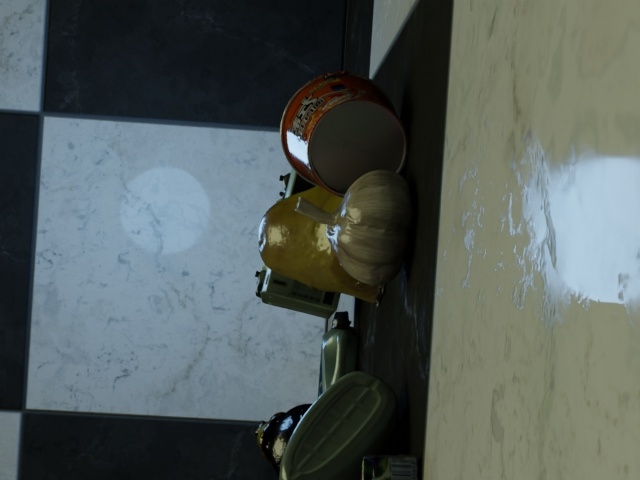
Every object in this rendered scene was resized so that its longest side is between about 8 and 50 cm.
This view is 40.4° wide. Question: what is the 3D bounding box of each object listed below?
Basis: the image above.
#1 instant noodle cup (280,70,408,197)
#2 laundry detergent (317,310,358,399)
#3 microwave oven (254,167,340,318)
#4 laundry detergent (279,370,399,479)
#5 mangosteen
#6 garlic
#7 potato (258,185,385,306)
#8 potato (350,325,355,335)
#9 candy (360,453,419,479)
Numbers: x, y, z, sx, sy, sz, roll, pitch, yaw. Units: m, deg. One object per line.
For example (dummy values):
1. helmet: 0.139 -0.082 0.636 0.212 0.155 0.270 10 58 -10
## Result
1. instant noodle cup: 0.056 -0.199 1.715 0.192 0.251 0.250 -121 34 -70
2. laundry detergent: 0.052 0.333 2.397 0.215 0.105 0.280 96 180 -82
3. microwave oven: -0.035 0.000 2.509 0.333 0.247 0.394 116 168 -79
4. laundry detergent: 0.039 0.434 1.562 0.264 0.125 0.397 -46 -30 -30
5. mangosteen: -0.065 0.615 2.644 0.233 0.288 0.287 -60 15 27
6. garlic: 0.057 -0.029 1.576 0.218 0.212 0.218 -170 90 -89
7. potato: 0.000 0.000 1.981 0.397 0.296 0.289 -157 69 -89
8. potato: 0.080 0.284 2.514 0.051 0.040 0.083 -80 -4 -64
9. candy: 0.098 0.471 1.267 0.061 0.088 0.312 104 169 -71
